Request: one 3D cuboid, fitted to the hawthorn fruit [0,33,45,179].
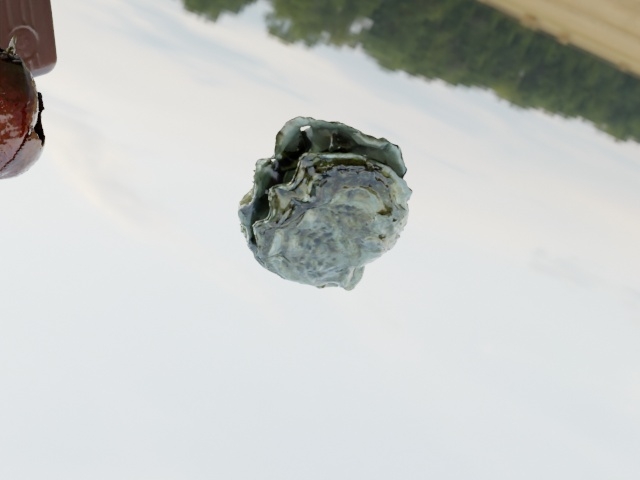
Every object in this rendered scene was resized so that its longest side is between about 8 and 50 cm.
[{"bbox_3d":[-0.364,-0.148,1.466,0.148,0.172,0.148,22,-167,-5],"label":"hawthorn fruit"}]

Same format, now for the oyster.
[{"bbox_3d":[0.002,-0.033,1.500,0.198,0.267,0.112,7,-127,-16],"label":"oyster"}]

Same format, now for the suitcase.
[{"bbox_3d":[-0.552,-0.390,2.139,0.236,0.297,0.161,-20,-154,-35],"label":"suitcase"}]
